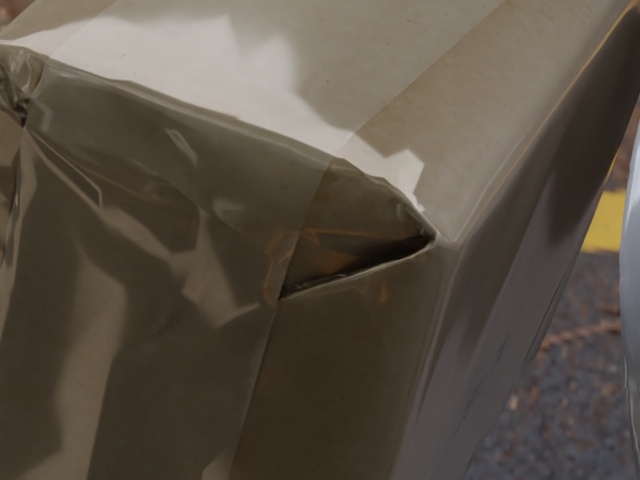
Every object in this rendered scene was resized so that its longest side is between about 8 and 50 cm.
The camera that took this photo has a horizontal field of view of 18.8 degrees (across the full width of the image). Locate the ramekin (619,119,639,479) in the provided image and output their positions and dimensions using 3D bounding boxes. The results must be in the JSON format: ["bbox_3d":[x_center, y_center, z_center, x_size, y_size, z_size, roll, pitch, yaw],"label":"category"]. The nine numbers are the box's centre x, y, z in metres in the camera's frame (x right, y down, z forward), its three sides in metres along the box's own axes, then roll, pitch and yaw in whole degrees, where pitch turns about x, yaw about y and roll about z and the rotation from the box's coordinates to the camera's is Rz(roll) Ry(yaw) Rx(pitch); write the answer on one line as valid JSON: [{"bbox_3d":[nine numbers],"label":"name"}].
[{"bbox_3d":[0.250,0.031,1.000,0.127,0.273,0.273,-1,33,23],"label":"ramekin"}]

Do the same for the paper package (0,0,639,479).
[{"bbox_3d":[0.000,0.000,0.749,0.168,0.309,0.325,26,40,11],"label":"paper package"}]
